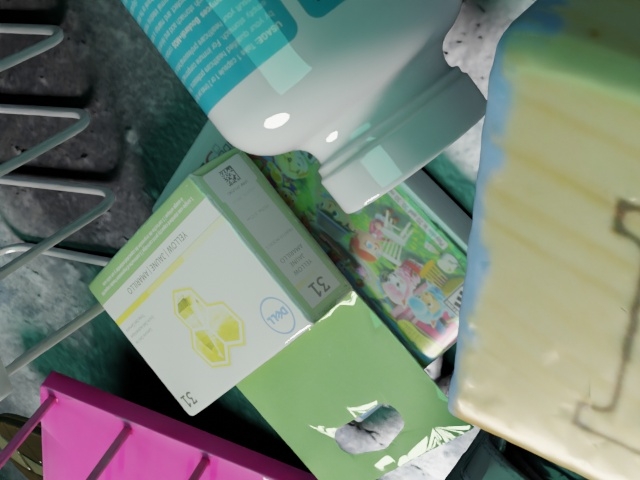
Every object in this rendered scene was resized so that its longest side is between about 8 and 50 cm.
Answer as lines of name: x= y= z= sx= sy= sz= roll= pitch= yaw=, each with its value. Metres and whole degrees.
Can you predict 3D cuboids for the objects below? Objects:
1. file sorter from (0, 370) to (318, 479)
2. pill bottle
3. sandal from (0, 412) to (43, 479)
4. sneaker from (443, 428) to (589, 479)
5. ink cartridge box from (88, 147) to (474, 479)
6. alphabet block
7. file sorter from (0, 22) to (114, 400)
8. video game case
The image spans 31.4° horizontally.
file sorter: x=-0.125 y=0.275 z=0.874 sx=0.290 sy=0.182 sz=0.202 roll=20 pitch=131 yaw=11
pill bottle: x=-0.029 y=-0.145 z=0.567 sx=0.264 sy=0.146 sz=0.146 roll=54 pitch=137 yaw=-4
sandal: x=-0.187 y=0.187 z=1.003 sx=0.219 sy=0.060 sz=0.090 roll=3 pitch=125 yaw=21
sneaker: x=0.122 y=0.182 z=0.690 sx=0.126 sy=0.127 sz=0.321 roll=37 pitch=134 yaw=18
ink cartridge box: x=-0.034 y=0.075 z=0.761 sx=0.235 sy=0.056 sz=0.171 roll=52 pitch=137 yaw=1
alphabet block: x=0.187 y=-0.007 z=0.458 sx=0.197 sy=0.192 sz=0.193 roll=24 pitch=133 yaw=27
file sorter: x=-0.270 y=-0.062 z=0.803 sx=0.193 sy=0.173 sz=0.278 roll=8 pitch=123 yaw=36
video game case: x=0.000 y=0.000 z=0.735 sx=0.212 sy=0.023 sz=0.193 roll=45 pitch=137 yaw=4
